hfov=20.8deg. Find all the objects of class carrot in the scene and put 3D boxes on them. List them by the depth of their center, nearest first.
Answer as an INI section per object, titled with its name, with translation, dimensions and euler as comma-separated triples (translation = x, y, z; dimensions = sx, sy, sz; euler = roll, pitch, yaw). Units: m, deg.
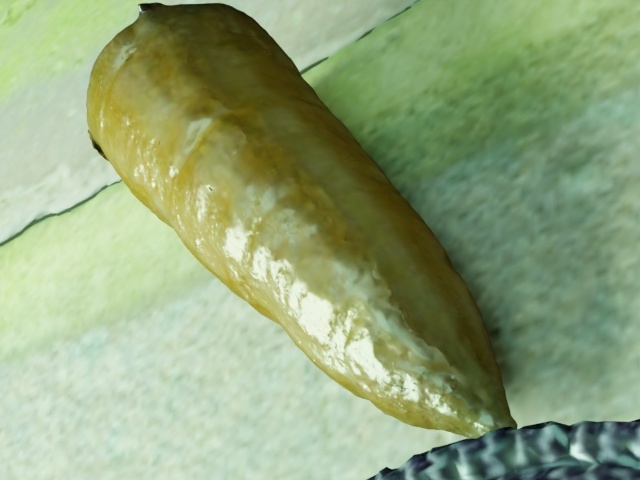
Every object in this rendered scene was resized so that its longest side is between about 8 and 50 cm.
[carrot]
translation = 0.000, 0.000, 0.533
dimensions = 0.072, 0.072, 0.205
euler = -50, 48, 7

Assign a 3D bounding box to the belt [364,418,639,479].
[belt]
translation = 0.047, 0.192, 0.305
dimensions = 0.260, 0.122, 0.325
euler = 9, 74, 41
